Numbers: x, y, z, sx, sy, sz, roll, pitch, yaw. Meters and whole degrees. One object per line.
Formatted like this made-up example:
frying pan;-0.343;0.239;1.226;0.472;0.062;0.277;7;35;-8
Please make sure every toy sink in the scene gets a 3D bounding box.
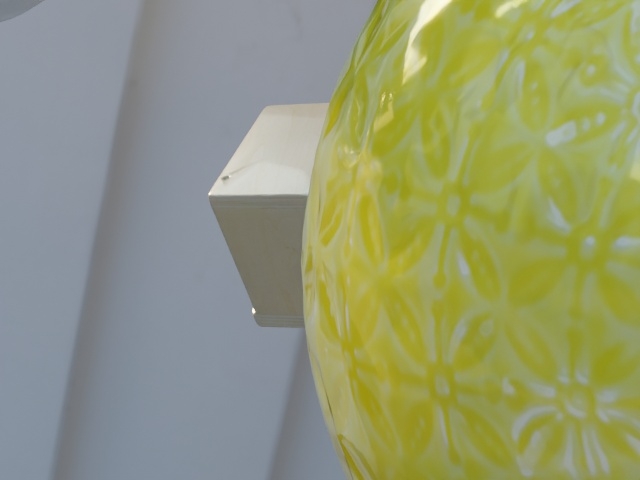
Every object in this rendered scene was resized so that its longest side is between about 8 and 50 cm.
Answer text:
toy sink;0.000;0.000;1.546;0.131;0.234;0.153;0;40;28

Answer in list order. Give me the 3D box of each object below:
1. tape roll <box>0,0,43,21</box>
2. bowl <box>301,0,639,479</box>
tape roll;-0.275;-0.279;1.029;0.286;0.286;0.100;15;11;10
bowl;0.142;0.017;0.358;0.289;0.289;0.156;12;8;-5
